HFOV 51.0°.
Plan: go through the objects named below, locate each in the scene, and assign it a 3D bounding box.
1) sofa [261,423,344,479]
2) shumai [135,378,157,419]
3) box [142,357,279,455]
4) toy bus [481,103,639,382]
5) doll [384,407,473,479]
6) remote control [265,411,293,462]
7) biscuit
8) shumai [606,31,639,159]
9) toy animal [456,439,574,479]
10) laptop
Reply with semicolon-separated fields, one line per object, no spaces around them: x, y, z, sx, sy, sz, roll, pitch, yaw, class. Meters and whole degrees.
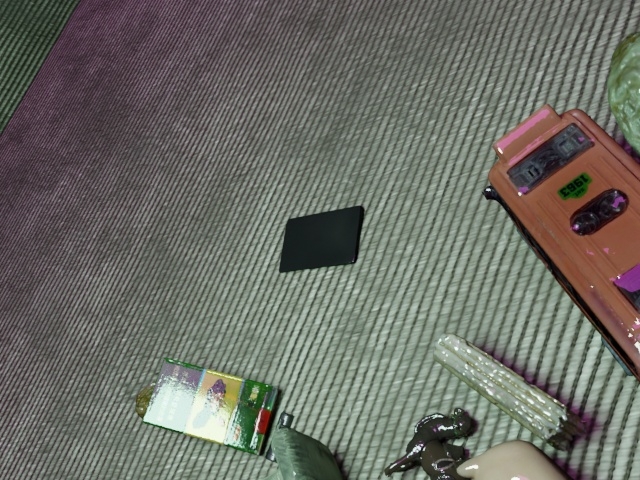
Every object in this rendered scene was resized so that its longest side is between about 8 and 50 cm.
-0.065;0.453;1.083;0.225;0.176;0.210;-35;48;14;sofa
-0.320;0.312;1.387;0.105;0.123;0.139;22;50;36;shumai
-0.210;0.318;1.292;0.235;0.034;0.132;13;69;7;box
0.416;0.002;0.959;0.203;0.233;0.426;-38;48;13;toy bus
0.183;0.343;1.051;0.165;0.057;0.139;-43;44;1;doll
-0.079;0.367;1.256;0.034;0.016;0.091;7;69;34;remote control
0.278;0.224;1.012;0.239;0.108;0.061;33;88;44;biscuit
0.541;-0.221;0.938;0.260;0.225;0.222;-47;9;-35;shumai
0.293;0.382;0.878;0.154;0.166;0.250;-28;46;10;toy animal
0.000;0.000;1.422;0.197;0.016;0.135;-8;60;35;laptop
